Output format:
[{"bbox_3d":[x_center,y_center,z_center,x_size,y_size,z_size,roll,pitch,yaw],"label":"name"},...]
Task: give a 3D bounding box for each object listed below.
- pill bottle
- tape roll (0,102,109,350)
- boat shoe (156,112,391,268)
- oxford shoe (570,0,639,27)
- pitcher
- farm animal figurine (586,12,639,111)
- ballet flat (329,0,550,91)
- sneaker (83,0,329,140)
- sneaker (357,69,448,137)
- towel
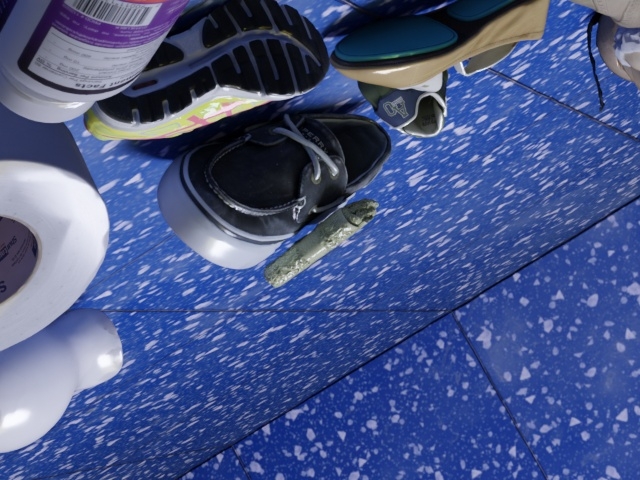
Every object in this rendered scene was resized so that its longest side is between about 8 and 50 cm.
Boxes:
[{"bbox_3d":[-0.136,-0.148,1.083,0.108,0.108,0.193,-21,166,-33],"label":"pill bottle"},{"bbox_3d":[-0.262,-0.004,1.301,0.219,0.072,0.219,-20,145,-15],"label":"tape roll"},{"bbox_3d":[-0.036,-0.068,1.687,0.119,0.121,0.335,-43,175,24],"label":"boat shoe"},{"bbox_3d":[0.235,-0.253,1.568,0.130,0.123,0.348,-9,168,10],"label":"oxford shoe"},{"bbox_3d":[-0.324,0.145,1.882,0.178,0.125,0.207,-18,-175,27],"label":"pitcher"},{"bbox_3d":[0.433,-0.237,1.940,0.327,0.172,0.330,-16,175,-5],"label":"farm animal figurine"},{"bbox_3d":[0.112,-0.168,1.612,0.232,0.080,0.073,-24,129,-25],"label":"ballet flat"},{"bbox_3d":[-0.091,-0.123,1.395,0.209,0.081,0.094,-15,169,-29],"label":"sneaker"},{"bbox_3d":[0.085,-0.131,1.717,0.064,0.086,0.192,-33,168,17],"label":"sneaker"},{"bbox_3d":[0.000,0.000,1.727,0.110,0.027,0.148,-37,180,13],"label":"towel"}]
